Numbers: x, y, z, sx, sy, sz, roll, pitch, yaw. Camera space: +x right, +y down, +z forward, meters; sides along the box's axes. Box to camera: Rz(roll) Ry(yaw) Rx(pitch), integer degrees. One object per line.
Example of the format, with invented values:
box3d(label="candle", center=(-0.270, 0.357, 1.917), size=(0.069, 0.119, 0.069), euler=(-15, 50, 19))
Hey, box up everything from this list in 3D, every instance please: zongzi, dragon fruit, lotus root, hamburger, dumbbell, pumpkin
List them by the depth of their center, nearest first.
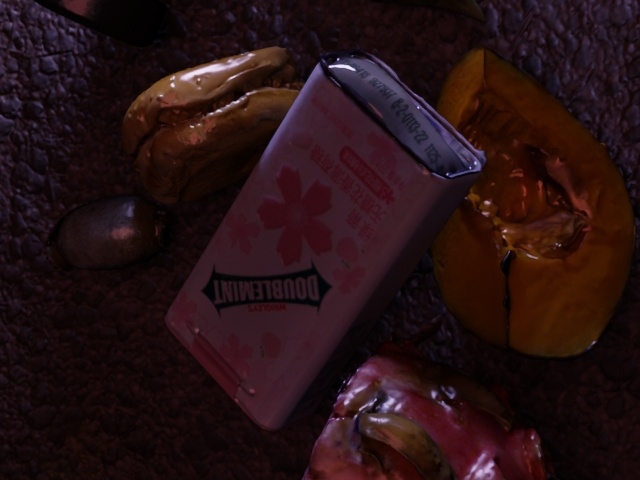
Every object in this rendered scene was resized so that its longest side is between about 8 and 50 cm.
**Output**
box3d(label="dragon fruit", center=(0.125, 0.264, 1.628), size=(0.262, 0.296, 0.314), euler=(23, 103, 15))
box3d(label="pumpkin", center=(0.208, -0.030, 1.717), size=(0.148, 0.169, 0.312), euler=(-15, 77, 61))
box3d(label="hamburger", center=(-0.110, -0.118, 1.768), size=(0.213, 0.213, 0.108), euler=(-24, 84, 16))
box3d(label="zongzi", center=(0.106, -0.254, 1.786), size=(0.104, 0.052, 0.113), euler=(-29, 92, 23))
box3d(label="dumbbell", center=(-0.213, -0.335, 1.839), size=(0.152, 0.152, 0.218), euler=(26, 96, 18))
box3d(label="lotus root", center=(-0.240, -0.006, 1.875), size=(0.165, 0.088, 0.088), euler=(-10, 84, 28))

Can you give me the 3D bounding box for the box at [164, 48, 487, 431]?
box3d(label="box", center=(0.000, 0.000, 1.711), size=(0.190, 0.112, 0.370), euler=(46, 121, 19))
